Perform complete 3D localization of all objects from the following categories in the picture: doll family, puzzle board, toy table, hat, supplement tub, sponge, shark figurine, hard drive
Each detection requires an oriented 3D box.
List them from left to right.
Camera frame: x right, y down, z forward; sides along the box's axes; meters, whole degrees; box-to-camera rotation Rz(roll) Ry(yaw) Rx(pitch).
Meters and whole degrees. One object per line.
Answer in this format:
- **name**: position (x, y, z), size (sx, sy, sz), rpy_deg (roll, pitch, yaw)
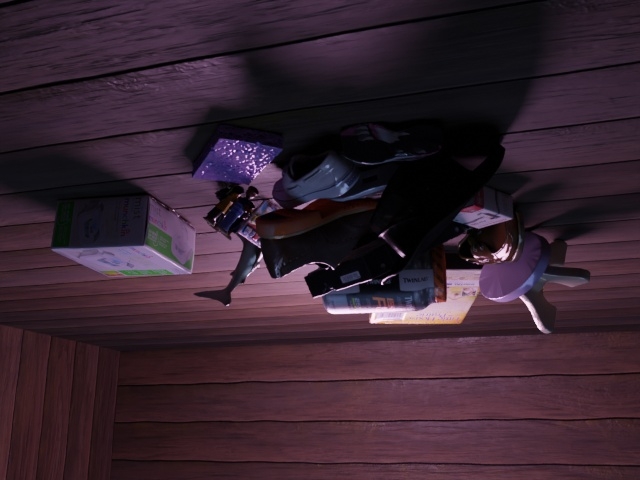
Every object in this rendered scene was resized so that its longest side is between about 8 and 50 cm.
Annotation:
- **doll family**: position (-0.179, -0.066, 1.542), size (0.076, 0.111, 0.193), rpy_deg (47, 171, -33)
- **sponge**: position (-0.158, -0.154, 1.383), size (0.117, 0.031, 0.210), rpy_deg (7, 163, -22)
- **shark figurine**: position (-0.197, 0.031, 1.865), size (0.116, 0.278, 0.166), rpy_deg (37, -162, 3)
- **puzzle board**: position (-0.129, -0.035, 1.710), size (0.011, 0.096, 0.128), rpy_deg (42, -179, 28)
- **supplement tub**: position (0.166, 0.092, 1.947), size (0.316, 0.193, 0.193), rpy_deg (-4, 164, 13)
- **hard drive**: position (0.156, 0.022, 1.675), size (0.339, 0.064, 0.237), rpy_deg (-23, 180, -35)
- **hat**: position (0.180, -0.078, 1.359), size (0.134, 0.331, 0.331), rpy_deg (42, 162, 4)
- **toy table**: position (0.543, 0.093, 1.901), size (0.161, 0.252, 0.274), rpy_deg (22, 170, -14)

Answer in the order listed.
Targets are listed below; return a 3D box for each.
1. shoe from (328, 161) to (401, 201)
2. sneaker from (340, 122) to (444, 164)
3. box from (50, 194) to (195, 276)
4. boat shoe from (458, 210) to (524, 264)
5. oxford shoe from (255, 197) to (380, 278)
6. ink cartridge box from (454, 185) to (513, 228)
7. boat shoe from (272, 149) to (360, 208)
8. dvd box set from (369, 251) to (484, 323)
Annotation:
- **shoe**: position (0.096, -0.104, 1.491), size (0.178, 0.063, 0.081), rpy_deg (-12, 155, 23)
- **sneaker**: position (0.124, -0.160, 1.294), size (0.178, 0.071, 0.077), rpy_deg (3, 175, 10)
- **box**: position (-0.450, -0.007, 1.745), size (0.231, 0.126, 0.262), rpy_deg (-1, 163, 13)
- **boat shoe**: position (0.405, 0.007, 1.789), size (0.105, 0.110, 0.307), rpy_deg (0, 164, -2)
- **oxford shoe**: position (0.024, -0.016, 1.533), size (0.364, 0.132, 0.130), rpy_deg (-15, -164, -35)
- **ink cartridge box**: position (0.335, -0.074, 1.606), size (0.135, 0.056, 0.099), rpy_deg (14, 159, -37)
- **boat shoe**: position (-0.027, -0.126, 1.408), size (0.084, 0.095, 0.258), rpy_deg (45, 150, -22)
- **dvd box set**: position (0.318, 0.150, 2.245), size (0.308, 0.062, 0.420), rpy_deg (1, 153, -2)
